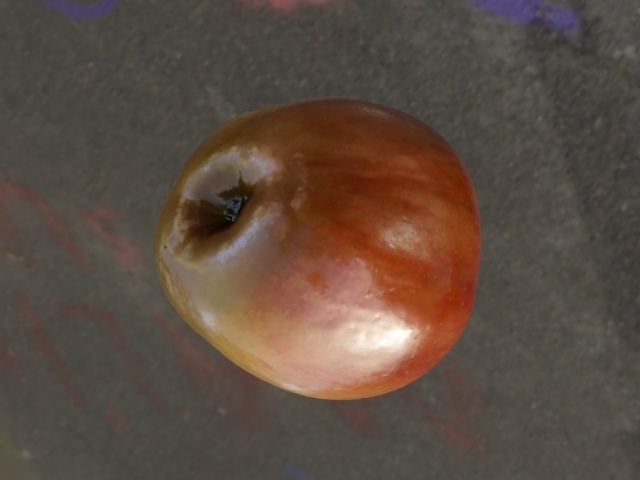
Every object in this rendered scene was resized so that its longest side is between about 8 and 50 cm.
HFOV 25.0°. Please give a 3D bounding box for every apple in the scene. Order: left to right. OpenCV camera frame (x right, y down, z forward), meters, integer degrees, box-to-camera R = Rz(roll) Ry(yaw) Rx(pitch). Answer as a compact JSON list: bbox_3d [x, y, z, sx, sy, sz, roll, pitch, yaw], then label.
[{"bbox_3d":[0.000,0.000,1.153,0.241,0.242,0.242,15,162,-42],"label":"apple"}]
